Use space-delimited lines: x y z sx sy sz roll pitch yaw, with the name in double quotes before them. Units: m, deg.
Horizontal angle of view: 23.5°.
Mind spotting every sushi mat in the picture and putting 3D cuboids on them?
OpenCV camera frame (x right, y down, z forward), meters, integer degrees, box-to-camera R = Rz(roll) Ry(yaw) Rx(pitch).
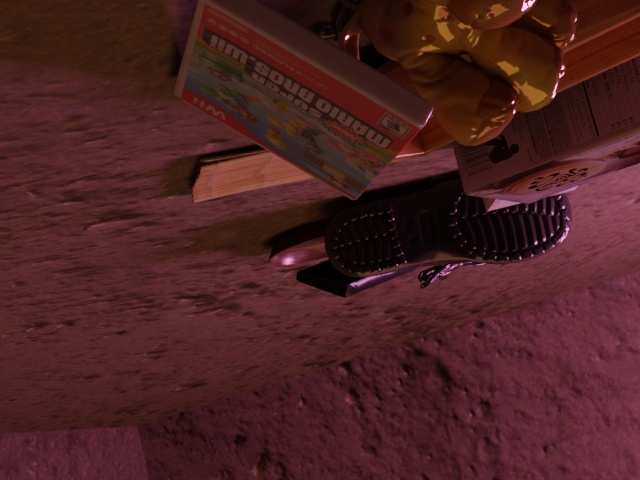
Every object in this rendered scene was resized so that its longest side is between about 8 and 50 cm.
"sushi mat" -0.001 -0.100 1.849 0.316 0.019 0.151 -11 170 -13

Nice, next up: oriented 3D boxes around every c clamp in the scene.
"c clamp" 0.069 -0.209 1.416 0.160 0.022 0.137 -11 163 -8

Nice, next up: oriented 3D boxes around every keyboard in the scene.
"keyboard" 0.137 0.032 2.308 0.317 0.033 0.201 -21 -158 -40

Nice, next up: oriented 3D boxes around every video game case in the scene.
"video game case" -0.025 -0.122 1.326 0.204 0.025 0.285 30 167 -3

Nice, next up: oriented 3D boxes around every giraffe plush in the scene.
"giraffe plush" 0.114 -0.203 1.223 0.210 0.181 0.170 21 153 0

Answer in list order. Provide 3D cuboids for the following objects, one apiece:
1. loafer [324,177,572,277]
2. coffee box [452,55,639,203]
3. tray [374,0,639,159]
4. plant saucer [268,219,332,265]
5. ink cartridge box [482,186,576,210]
"loafer" 0.178 -0.030 2.212 0.366 0.134 0.130 -5 -175 -9
"coffee box" 0.316 -0.147 1.766 0.297 0.119 0.168 -21 166 30
"tray" 0.186 -0.179 1.520 0.411 0.076 0.203 -25 171 39
"plant saucer" 0.000 0.000 2.318 0.168 0.029 0.168 -15 170 -3
"ink cartridge box" 0.276 -0.106 1.986 0.143 0.092 0.090 -15 168 -7
